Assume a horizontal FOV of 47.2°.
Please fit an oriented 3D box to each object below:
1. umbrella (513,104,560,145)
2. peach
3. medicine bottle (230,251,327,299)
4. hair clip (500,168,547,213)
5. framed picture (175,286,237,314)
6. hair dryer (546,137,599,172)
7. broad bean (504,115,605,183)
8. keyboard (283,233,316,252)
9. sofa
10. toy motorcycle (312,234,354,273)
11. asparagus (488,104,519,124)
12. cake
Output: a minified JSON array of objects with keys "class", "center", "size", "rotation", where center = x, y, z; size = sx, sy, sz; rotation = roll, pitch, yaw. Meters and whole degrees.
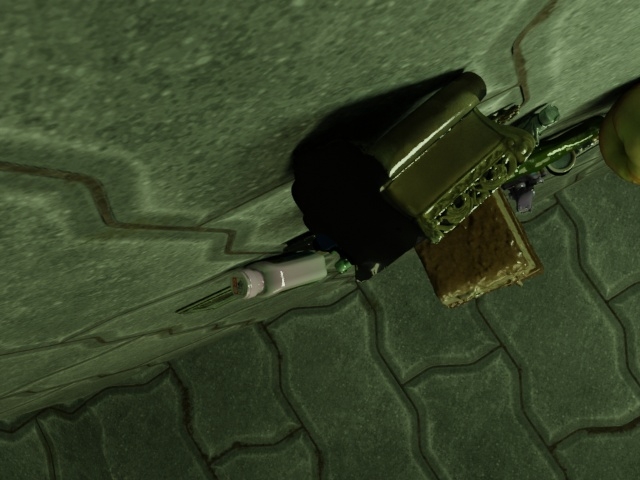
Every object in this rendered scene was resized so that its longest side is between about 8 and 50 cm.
[{"class":"umbrella","center":[0.342,-0.176,1.268],"size":[0.046,0.050,0.188],"rotation":[-44,-175,-34]},{"class":"peach","center":[0.643,-0.207,1.355],"size":[0.232,0.232,0.232],"rotation":[-22,172,-3]},{"class":"medicine bottle","center":[-0.096,0.077,1.602],"size":[0.115,0.078,0.219],"rotation":[-4,-174,44]},{"class":"hair clip","center":[0.537,-0.143,1.965],"size":[0.137,0.090,0.278],"rotation":[-11,166,9]},{"class":"framed picture","center":[-0.215,0.132,1.900],"size":[0.274,0.017,0.217],"rotation":[-25,173,16]},{"class":"hair dryer","center":[0.646,-0.234,1.720],"size":[0.255,0.070,0.128],"rotation":[-29,172,12]},{"class":"broad bean","center":[0.495,-0.193,1.571],"size":[0.318,0.056,0.098],"rotation":[-25,172,0]},{"class":"keyboard","center":[0.000,0.000,1.579],"size":[0.093,0.025,0.230],"rotation":[-24,172,19]},{"class":"sofa","center":[0.096,-0.090,0.895],"size":[0.200,0.182,0.258],"rotation":[-39,179,-22]},{"class":"toy motorcycle","center":[0.130,-0.052,1.283],"size":[0.331,0.125,0.196],"rotation":[-20,171,-41]},{"class":"asparagus","center":[0.193,-0.147,1.134],"size":[0.248,0.025,0.024],"rotation":[-25,129,19]},{"class":"cake","center":[0.372,0.014,1.801],"size":[0.255,0.282,0.290],"rotation":[-29,169,22]}]
